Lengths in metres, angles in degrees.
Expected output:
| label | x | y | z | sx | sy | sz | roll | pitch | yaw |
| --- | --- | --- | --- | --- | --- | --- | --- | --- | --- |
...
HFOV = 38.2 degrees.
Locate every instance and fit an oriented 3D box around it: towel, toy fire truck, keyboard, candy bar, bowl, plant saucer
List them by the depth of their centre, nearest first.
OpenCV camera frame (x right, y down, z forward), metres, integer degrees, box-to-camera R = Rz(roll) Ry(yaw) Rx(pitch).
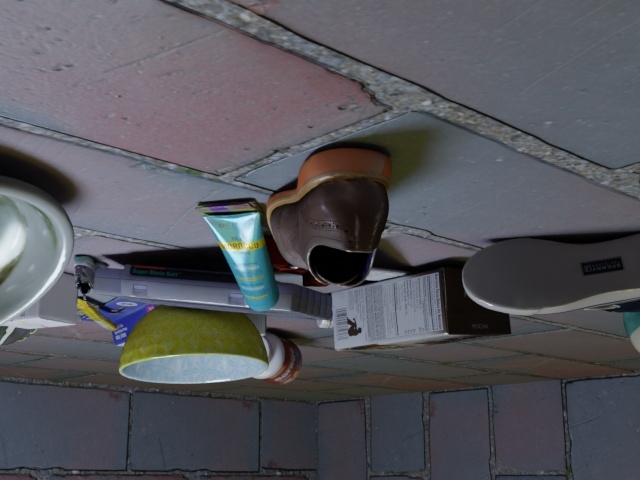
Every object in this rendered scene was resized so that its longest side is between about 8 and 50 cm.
| label | x | y | z | sx | sy | sz | roll | pitch | yaw |
| --- | --- | --- | --- | --- | --- | --- | --- | --- | --- |
| plant saucer | -0.516 | 0.017 | 1.149 | 0.401 | 0.100 | 0.400 | -24 | 156 | -11 |
| towel | -0.122 | -0.042 | 1.264 | 0.083 | 0.009 | 0.060 | -3 | 166 | 15 |
| toy fire truck | -0.056 | 0.034 | 1.479 | 0.192 | 0.047 | 0.135 | 5 | 164 | -21 |
| keyboard | 0.088 | 0.057 | 1.551 | 0.072 | 0.014 | 0.256 | -5 | 175 | 22 |
| bowl | -0.246 | 0.179 | 1.806 | 0.290 | 0.156 | 0.289 | -2 | 161 | -1 |
| candy bar | -0.474 | 0.156 | 1.944 | 0.040 | 0.018 | 0.161 | 12 | 159 | 21 |

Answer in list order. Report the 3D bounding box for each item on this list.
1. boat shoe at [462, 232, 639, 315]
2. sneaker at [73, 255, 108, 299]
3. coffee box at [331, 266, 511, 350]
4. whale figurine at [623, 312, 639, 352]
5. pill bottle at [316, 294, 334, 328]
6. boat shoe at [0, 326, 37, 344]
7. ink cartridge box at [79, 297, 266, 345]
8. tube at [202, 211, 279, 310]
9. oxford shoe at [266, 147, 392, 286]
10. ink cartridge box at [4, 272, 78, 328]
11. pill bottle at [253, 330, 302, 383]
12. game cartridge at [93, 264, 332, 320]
| label | x | y | z | sx | sy | sz | roll | pitch | yaw |
| --- | --- | --- | --- | --- | --- | --- | --- | --- | --- |
| boat shoe | 0.399 | 0.071 | 1.454 | 0.341 | 0.127 | 0.158 | -4 | 157 | 11 |
| sneaker | -0.394 | 0.069 | 1.571 | 0.038 | 0.069 | 0.098 | -3 | 165 | 15 |
| coffee box | 0.180 | 0.131 | 1.693 | 0.168 | 0.118 | 0.297 | 5 | 166 | -39 |
| whale figurine | 0.662 | 0.098 | 1.627 | 0.272 | 0.141 | 0.216 | -37 | 149 | 26 |
| pill bottle | 0.056 | 0.147 | 1.871 | 0.120 | 0.067 | 0.067 | 4 | 165 | -14 |
| boat shoe | -0.646 | 0.181 | 1.978 | 0.069 | 0.081 | 0.228 | 12 | 159 | -26 |
| ink cartridge box | -0.336 | 0.195 | 2.062 | 0.330 | 0.071 | 0.324 | 6 | 164 | -28 |
| tube | -0.105 | 0.025 | 1.337 | 0.080 | 0.052 | 0.207 | -7 | 141 | 7 |
| oxford shoe | 0.000 | 0.000 | 1.179 | 0.130 | 0.132 | 0.363 | 2 | 165 | -8 |
| ink cartridge box | -0.525 | 0.109 | 1.681 | 0.143 | 0.092 | 0.090 | -7 | 164 | 31 |
| pill bottle | -0.134 | 0.294 | 2.330 | 0.121 | 0.121 | 0.216 | -5 | 165 | 17 |
| game cartridge | -0.179 | 0.088 | 1.577 | 0.355 | 0.068 | 0.230 | 4 | 168 | 17 |
